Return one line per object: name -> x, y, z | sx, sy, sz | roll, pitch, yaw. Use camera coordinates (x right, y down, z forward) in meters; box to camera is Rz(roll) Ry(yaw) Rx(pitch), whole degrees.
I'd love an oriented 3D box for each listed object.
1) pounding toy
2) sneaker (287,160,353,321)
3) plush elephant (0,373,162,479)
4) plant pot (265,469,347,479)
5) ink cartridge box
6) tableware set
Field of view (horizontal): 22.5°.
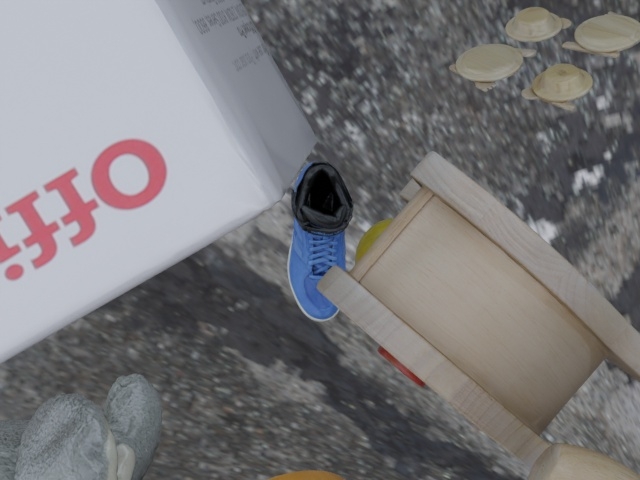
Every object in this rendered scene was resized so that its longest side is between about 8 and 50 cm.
pounding toy -> 0.048, 0.059, 0.728 | 0.154, 0.269, 0.155 | 40, 90, -17
sneaker -> -0.001, 0.000, 1.507 | 0.058, 0.084, 0.152 | 2, 87, -3
plush elephant -> -0.136, 0.199, 0.943 | 0.272, 0.330, 0.255 | -9, 101, 35
plant pot -> -0.002, 0.292, 1.258 | 0.205, 0.205, 0.188 | -31, 49, 6
ink cartridge box -> -0.220, -0.123, 0.619 | 0.285, 0.166, 0.395 | -30, 97, 9
tableware set -> 0.215, -0.177, 1.514 | 0.141, 0.020, 0.168 | 21, 48, 35
